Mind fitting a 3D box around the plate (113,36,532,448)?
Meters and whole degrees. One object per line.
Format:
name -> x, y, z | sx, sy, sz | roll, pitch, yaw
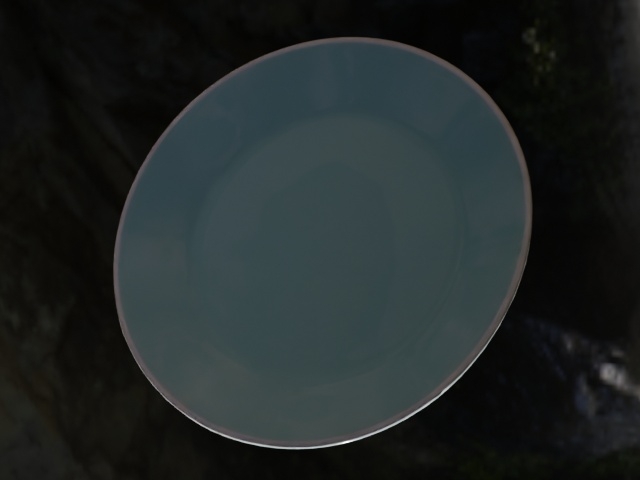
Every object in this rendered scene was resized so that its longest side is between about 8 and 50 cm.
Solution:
plate -> 0.000, 0.000, 0.634 | 0.188, 0.024, 0.188 | -8, -115, 17
